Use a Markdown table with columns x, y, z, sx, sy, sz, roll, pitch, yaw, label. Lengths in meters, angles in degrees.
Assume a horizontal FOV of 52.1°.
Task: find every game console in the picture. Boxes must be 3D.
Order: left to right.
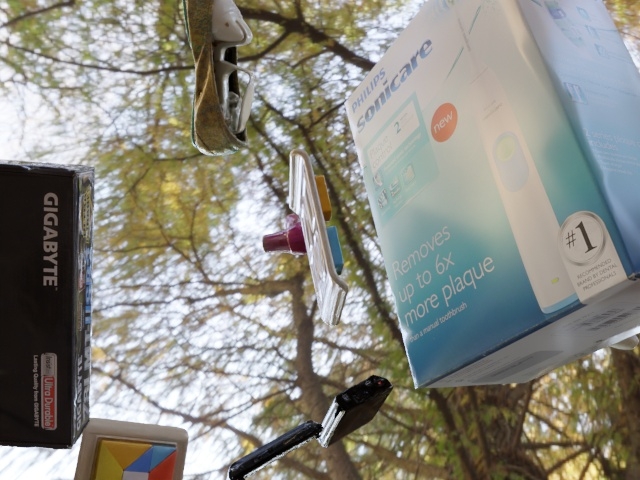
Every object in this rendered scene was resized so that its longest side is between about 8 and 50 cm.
| x | y | z | sx | sy | sz | roll | pitch | yaw | label |
| --- | --- | --- | --- | --- | --- | --- | --- | --- | --- |
| -0.022 | 0.385 | 1.286 | 0.044 | 0.361 | 0.213 | 54 | -28 | 25 | game console |

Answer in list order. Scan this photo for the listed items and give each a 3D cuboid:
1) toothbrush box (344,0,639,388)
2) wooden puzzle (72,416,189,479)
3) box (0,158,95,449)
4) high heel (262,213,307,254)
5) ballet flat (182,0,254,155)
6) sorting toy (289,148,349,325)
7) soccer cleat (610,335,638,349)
| x | y | z | sx | sy | sz | roll | pitch | yaw | label |
| --- | --- | --- | --- | --- | --- | --- | --- | --- | --- |
| 0.150 | -0.055 | 0.535 | 0.216 | 0.126 | 0.296 | -43 | -131 | 49 | toothbrush box |
| -0.376 | 0.481 | 1.298 | 0.220 | 0.239 | 0.044 | 16 | -27 | -29 | wooden puzzle |
| -0.388 | 0.059 | 0.672 | 0.293 | 0.073 | 0.296 | 5 | -79 | -2 | box |
| -0.022 | -0.017 | 1.298 | 0.117 | 0.244 | 0.082 | -8 | -89 | 17 | high heel |
| -0.175 | -0.328 | 1.182 | 0.123 | 0.123 | 0.349 | 5 | -76 | 18 | ballet flat |
| 0.000 | 0.000 | 0.922 | 0.038 | 0.193 | 0.208 | -14 | -111 | -9 | sorting toy |
| 0.374 | 0.128 | 0.981 | 0.196 | 0.068 | 0.076 | 25 | -107 | 5 | soccer cleat |
